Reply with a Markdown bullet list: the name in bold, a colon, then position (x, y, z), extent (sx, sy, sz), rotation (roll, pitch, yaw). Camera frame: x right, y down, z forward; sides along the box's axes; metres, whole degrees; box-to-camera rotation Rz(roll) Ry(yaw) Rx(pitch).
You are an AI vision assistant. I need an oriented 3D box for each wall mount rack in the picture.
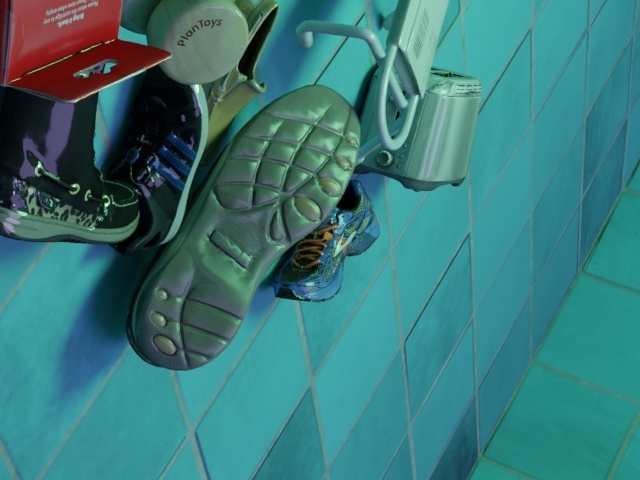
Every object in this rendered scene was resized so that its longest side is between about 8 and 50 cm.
- **wall mount rack**: position (0.076, -0.242, 1.943), extent (0.304, 0.130, 0.350), rotation (62, 40, -59)

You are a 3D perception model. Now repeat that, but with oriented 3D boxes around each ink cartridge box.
- **ink cartridge box**: position (-0.224, -0.172, 1.138), extent (0.134, 0.231, 0.078), rotation (-37, 141, -56)

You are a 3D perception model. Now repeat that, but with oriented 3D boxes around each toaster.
- **toaster**: position (0.131, -0.149, 2.199), extent (0.227, 0.129, 0.146), rotation (-10, 116, -65)

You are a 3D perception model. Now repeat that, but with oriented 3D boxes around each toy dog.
- **toy dog**: position (-0.135, -0.291, 1.364), extent (0.161, 0.220, 0.333), rotation (-6, 111, -32)

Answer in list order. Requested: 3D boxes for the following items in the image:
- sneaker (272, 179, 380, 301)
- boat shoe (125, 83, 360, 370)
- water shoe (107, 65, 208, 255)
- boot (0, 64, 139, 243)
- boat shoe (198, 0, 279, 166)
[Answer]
- **sneaker**: position (0.000, 0.000, 2.103), extent (0.221, 0.083, 0.087), rotation (-54, 142, -48)
- **boat shoe**: position (-0.095, -0.022, 1.764), extent (0.132, 0.130, 0.355), rotation (46, 67, -18)
- **water shoe**: position (-0.159, -0.076, 1.618), extent (0.080, 0.073, 0.203), rotation (-35, 140, -53)
- **boot**: position (-0.207, -0.091, 1.460), extent (0.236, 0.085, 0.178), rotation (-4, 113, -66)
- **boat shoe**: position (-0.090, -0.159, 1.711), extent (0.068, 0.072, 0.190), rotation (-11, 119, -67)
